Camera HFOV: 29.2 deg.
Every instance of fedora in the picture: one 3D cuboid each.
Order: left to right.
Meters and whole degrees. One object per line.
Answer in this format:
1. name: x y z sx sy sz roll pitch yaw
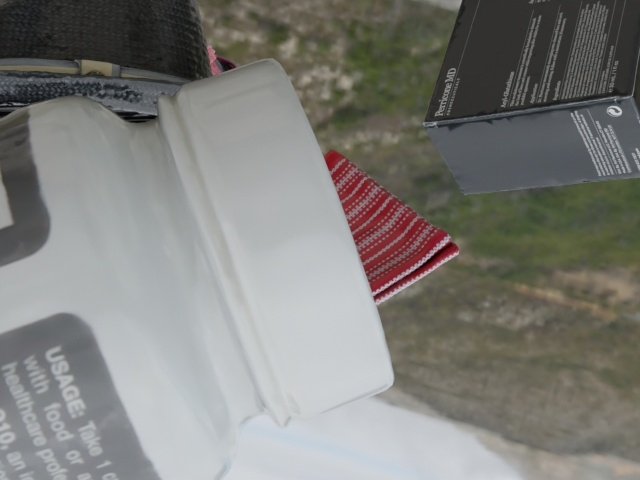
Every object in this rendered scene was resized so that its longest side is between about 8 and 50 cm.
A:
1. fedora: -0.221 -0.161 1.078 0.334 0.153 0.334 -1 171 0

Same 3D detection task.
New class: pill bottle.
1. pill bottle: -0.161 0.053 0.585 0.361 0.204 0.204 -20 177 -3

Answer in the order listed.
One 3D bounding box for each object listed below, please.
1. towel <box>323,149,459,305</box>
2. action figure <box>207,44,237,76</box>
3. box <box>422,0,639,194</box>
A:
1. towel: 0.000 0.000 1.309 0.275 0.198 0.031 43 161 56
2. action figure: -0.167 -0.151 1.743 0.275 0.248 0.370 5 147 -12
3. box: 0.217 -0.176 1.090 0.184 0.261 0.103 -3 140 30
